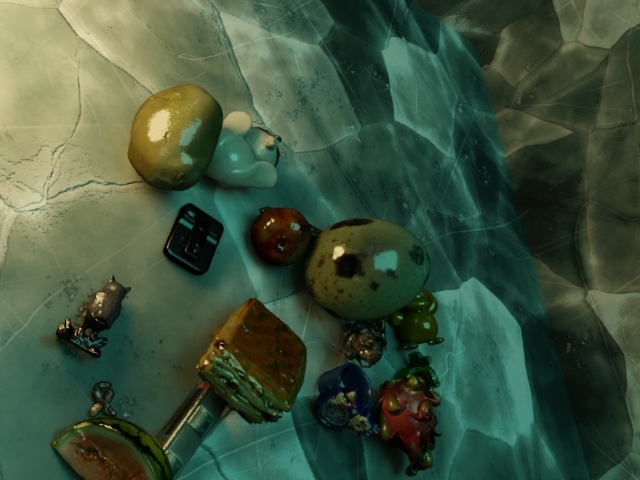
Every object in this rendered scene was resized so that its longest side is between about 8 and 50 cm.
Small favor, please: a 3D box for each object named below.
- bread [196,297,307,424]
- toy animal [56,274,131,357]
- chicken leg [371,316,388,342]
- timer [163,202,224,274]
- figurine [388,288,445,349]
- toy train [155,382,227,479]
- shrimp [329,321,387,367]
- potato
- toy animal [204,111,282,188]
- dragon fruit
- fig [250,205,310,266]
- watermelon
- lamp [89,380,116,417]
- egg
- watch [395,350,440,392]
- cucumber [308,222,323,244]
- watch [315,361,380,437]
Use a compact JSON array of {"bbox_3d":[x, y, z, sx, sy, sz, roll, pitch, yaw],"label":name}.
[{"bbox_3d":[-0.187,0.335,1.548,0.277,0.167,0.325,44,26,-12],"label":"bread"},{"bbox_3d":[-0.525,0.163,1.358,0.121,0.117,0.210,35,51,-21],"label":"toy animal"},{"bbox_3d":[0.214,0.296,2.102,0.093,0.070,0.178,-2,82,-40],"label":"chicken leg"},{"bbox_3d":[-0.363,-0.005,1.652,0.144,0.055,0.188,37,49,-29],"label":"timer"},{"bbox_3d":[0.365,0.297,2.187,0.215,0.215,0.228,-15,97,-48],"label":"figurine"},{"bbox_3d":[-0.367,0.521,1.367,0.086,0.089,0.409,55,41,-18],"label":"toy train"},{"bbox_3d":[0.129,0.348,1.866,0.137,0.172,0.372,60,5,4],"label":"shrimp"},{"bbox_3d":[-0.410,-0.293,1.603,0.243,0.221,0.327,15,66,10],"label":"potato"},{"bbox_3d":[-0.241,-0.262,1.816,0.249,0.174,0.289,44,44,-21],"label":"toy animal"},{"bbox_3d":[0.303,0.609,1.913,0.307,0.227,0.243,53,47,-17],"label":"dragon fruit"},{"bbox_3d":[-0.129,-0.023,1.821,0.205,0.205,0.205,22,56,-38],"label":"fig"},{"bbox_3d":[-0.413,0.471,1.230,0.303,0.128,0.159,40,48,8],"label":"watermelon"},{"bbox_3d":[-0.507,0.372,1.337,0.063,0.031,0.083,19,54,-40],"label":"lamp"},{"bbox_3d":[0.157,0.092,1.890,0.427,0.345,0.345,-7,71,-5],"label":"egg"},{"bbox_3d":[0.341,0.512,2.098,0.152,0.131,0.165,-27,96,-31],"label":"watch"},{"bbox_3d":[0.000,0.000,2.020,0.293,0.067,0.068,31,51,-33],"label":"cucumber"},{"bbox_3d":[0.088,0.497,1.807,0.196,0.171,0.200,59,29,-17],"label":"watch"}]
